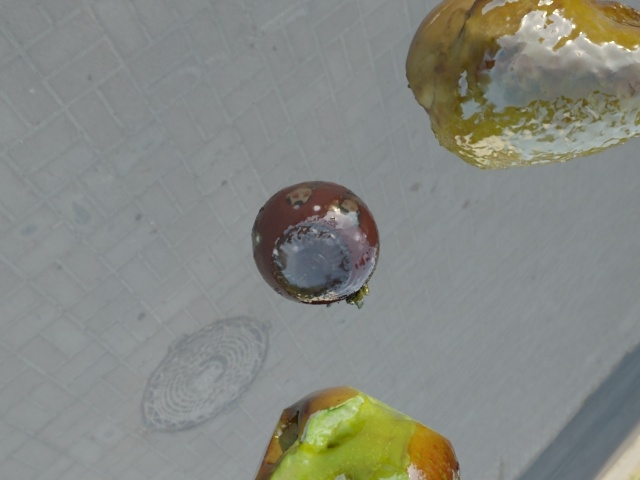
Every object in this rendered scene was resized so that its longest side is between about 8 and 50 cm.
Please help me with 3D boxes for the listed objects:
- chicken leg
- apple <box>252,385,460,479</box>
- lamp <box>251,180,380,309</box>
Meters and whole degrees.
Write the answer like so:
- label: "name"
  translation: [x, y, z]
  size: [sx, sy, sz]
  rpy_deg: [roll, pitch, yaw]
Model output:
- label: "chicken leg"
  translation: [0.169, -0.082, 0.341]
  size: [0.107, 0.251, 0.087]
  rpy_deg: [47, 45, -78]
- label: "apple"
  translation: [0.058, 0.436, 1.248]
  size: [0.374, 0.374, 0.384]
  rpy_deg: [-22, 159, -33]
- label: "lamp"
  translation: [-0.005, -0.001, 0.829]
  size: [0.135, 0.156, 0.157]
  rpy_deg: [-80, -179, -62]
